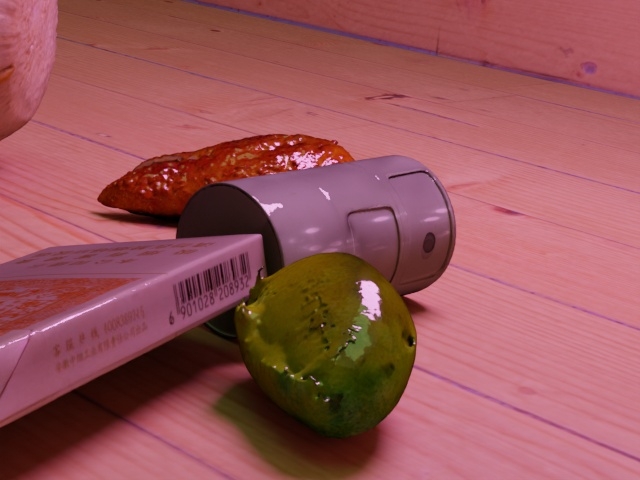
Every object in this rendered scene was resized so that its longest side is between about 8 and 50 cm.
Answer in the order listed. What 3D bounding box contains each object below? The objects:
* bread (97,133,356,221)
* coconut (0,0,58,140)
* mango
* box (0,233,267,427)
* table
[{"bbox_3d":[-0.091,-0.065,1.336,0.268,0.095,0.139,3,8,4],"label":"bread"},{"bbox_3d":[-0.486,-0.265,1.352,0.415,0.415,0.344,7,14,3],"label":"coconut"},{"bbox_3d":[0.007,0.075,0.883,0.119,0.100,0.178,-25,27,3],"label":"mango"},{"bbox_3d":[-0.208,0.059,0.849,0.204,0.051,0.365,-3,11,27],"label":"box"},{"bbox_3d":[0.000,0.000,1.077,0.126,0.126,0.220,20,21,39],"label":"table"}]
